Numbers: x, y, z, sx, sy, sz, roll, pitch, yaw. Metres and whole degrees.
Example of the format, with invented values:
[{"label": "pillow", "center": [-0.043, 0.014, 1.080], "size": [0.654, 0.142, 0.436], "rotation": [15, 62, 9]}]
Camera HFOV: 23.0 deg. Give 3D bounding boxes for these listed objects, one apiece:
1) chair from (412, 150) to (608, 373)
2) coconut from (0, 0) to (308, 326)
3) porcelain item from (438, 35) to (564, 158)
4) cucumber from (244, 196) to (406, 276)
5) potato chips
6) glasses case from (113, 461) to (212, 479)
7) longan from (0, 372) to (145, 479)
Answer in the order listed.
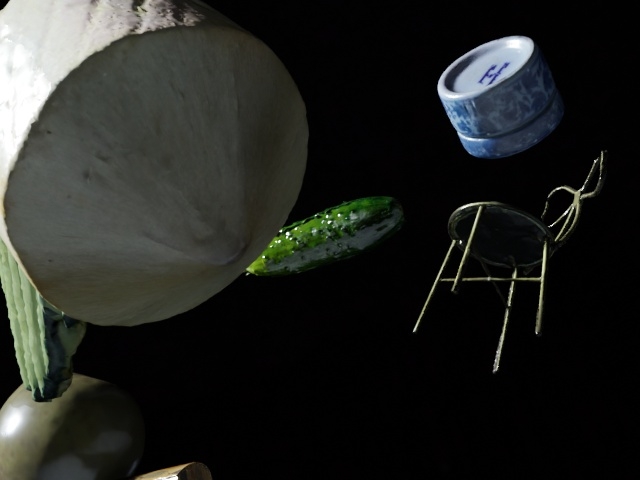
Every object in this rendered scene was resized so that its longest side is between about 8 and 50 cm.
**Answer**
[{"label": "chair", "center": [0.252, 0.000, 2.094], "size": [0.170, 0.325, 0.160], "rotation": [26, -33, -8]}, {"label": "coconut", "center": [-0.154, -0.068, 1.329], "size": [0.329, 0.329, 0.329], "rotation": [-9, -35, -7]}, {"label": "porcelain item", "center": [0.241, -0.186, 2.075], "size": [0.147, 0.147, 0.114], "rotation": [-24, -64, 14]}, {"label": "cucumber", "center": [0.000, 0.000, 1.921], "size": [0.227, 0.069, 0.069], "rotation": [-19, -35, 20]}, {"label": "potato chips", "center": [-0.343, -0.002, 1.851], "size": [0.070, 0.358, 0.429], "rotation": [-13, -66, -24]}, {"label": "glasses case", "center": [-0.231, 0.342, 2.197], "size": [0.170, 0.041, 0.065], "rotation": [-18, -14, 42]}, {"label": "longan", "center": [-0.372, 0.300, 2.332], "size": [0.246, 0.246, 0.215], "rotation": [-23, -32, 13]}]
